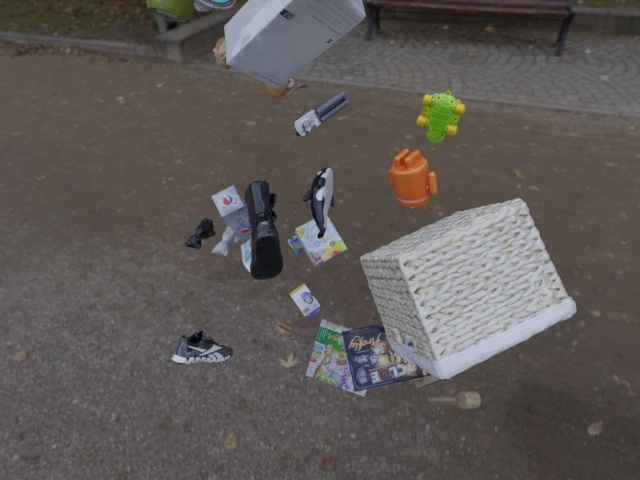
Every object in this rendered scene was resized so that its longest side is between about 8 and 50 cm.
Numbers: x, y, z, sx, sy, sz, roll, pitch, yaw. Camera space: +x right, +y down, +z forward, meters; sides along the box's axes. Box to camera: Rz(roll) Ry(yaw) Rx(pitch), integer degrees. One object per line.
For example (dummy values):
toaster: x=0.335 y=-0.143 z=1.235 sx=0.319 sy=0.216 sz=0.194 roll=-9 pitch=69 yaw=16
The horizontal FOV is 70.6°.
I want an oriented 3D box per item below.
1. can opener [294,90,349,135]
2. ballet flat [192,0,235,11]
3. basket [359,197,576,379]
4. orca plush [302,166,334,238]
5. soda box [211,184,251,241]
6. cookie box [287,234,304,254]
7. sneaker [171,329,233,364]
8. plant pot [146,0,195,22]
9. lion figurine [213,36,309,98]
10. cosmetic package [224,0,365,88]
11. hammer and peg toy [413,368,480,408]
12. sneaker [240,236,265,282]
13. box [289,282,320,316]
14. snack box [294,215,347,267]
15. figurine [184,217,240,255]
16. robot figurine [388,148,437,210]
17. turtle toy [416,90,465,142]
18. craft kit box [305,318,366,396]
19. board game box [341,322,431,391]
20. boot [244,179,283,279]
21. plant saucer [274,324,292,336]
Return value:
can opener: x=-0.002 y=-0.559 z=1.983 sx=0.280 sy=0.074 sz=0.093 roll=-36 pitch=31 yaw=-6
ballet flat: x=-0.257 y=-0.506 z=0.894 sx=0.222 sy=0.079 sz=0.077 roll=36 pitch=64 yaw=5
basket: x=0.297 y=0.098 z=1.026 sx=0.332 sy=0.266 sz=0.328 roll=-25 pitch=2 yaw=-9
orca plush: x=-0.015 y=-0.148 z=1.753 sx=0.102 sy=0.287 sz=0.151 roll=-4 pitch=-10 yaw=22
soda box: x=-0.311 y=-0.095 z=1.705 sx=0.091 sy=0.286 sz=0.098 roll=-28 pitch=72 yaw=-4
cookie box: x=-0.104 y=0.009 z=2.373 sx=0.107 sy=0.091 sz=0.040 roll=-32 pitch=34 yaw=6
sneaker: x=-0.383 y=0.356 z=1.521 sx=0.078 sy=0.106 sz=0.234 roll=10 pitch=-1 yaw=41
plant pot: x=-0.513 y=-0.948 z=1.601 sx=0.275 sy=0.293 sz=0.275 roll=14 pitch=10 yaw=-3
lion figurine: x=-0.223 y=-0.678 z=1.789 sx=0.392 sy=0.142 sz=0.240 roll=35 pitch=53 yaw=-23
cosmetic package: x=-0.089 y=-0.638 z=1.328 sx=0.217 sy=0.385 sz=0.156 roll=10 pitch=63 yaw=-43
hammer and peg toy: x=0.400 y=0.414 z=1.578 sx=0.127 sy=0.266 sz=0.361 roll=10 pitch=57 yaw=-30
sneaker: x=-0.223 y=0.057 z=1.620 sx=0.092 sy=0.087 sz=0.228 roll=-39 pitch=39 yaw=8
box: x=-0.065 y=0.262 z=1.945 sx=0.081 sy=0.028 sz=0.136 roll=-34 pitch=86 yaw=-13
snack box: x=0.000 y=0.000 z=2.166 sx=0.175 sy=0.070 sz=0.207 roll=-29 pitch=80 yaw=-14
figurine: x=-0.503 y=-0.004 z=2.131 sx=0.215 sy=0.092 sz=0.209 roll=13 pitch=30 yaw=4
robot figurine: x=0.315 y=-0.200 z=1.545 sx=0.158 sy=0.219 sz=0.128 roll=-10 pitch=34 yaw=14
turtle toy: x=0.272 y=-0.278 z=1.024 sx=0.095 sy=0.130 sz=0.066 roll=22 pitch=42 yaw=13
craft kit box: x=0.089 y=0.454 z=1.744 sx=0.247 sy=0.249 sz=0.061 roll=16 pitch=23 yaw=6
board game box: x=0.195 y=0.310 z=1.250 sx=0.244 sy=0.165 sz=0.042 roll=-13 pitch=6 yaw=0
boot: x=-0.164 y=-0.028 z=1.301 sx=0.094 sy=0.246 sz=0.207 roll=-5 pitch=55 yaw=-10
plant saucer: x=-0.150 y=0.368 z=1.854 sx=0.083 sy=0.083 sz=0.015 roll=28 pitch=89 yaw=32
